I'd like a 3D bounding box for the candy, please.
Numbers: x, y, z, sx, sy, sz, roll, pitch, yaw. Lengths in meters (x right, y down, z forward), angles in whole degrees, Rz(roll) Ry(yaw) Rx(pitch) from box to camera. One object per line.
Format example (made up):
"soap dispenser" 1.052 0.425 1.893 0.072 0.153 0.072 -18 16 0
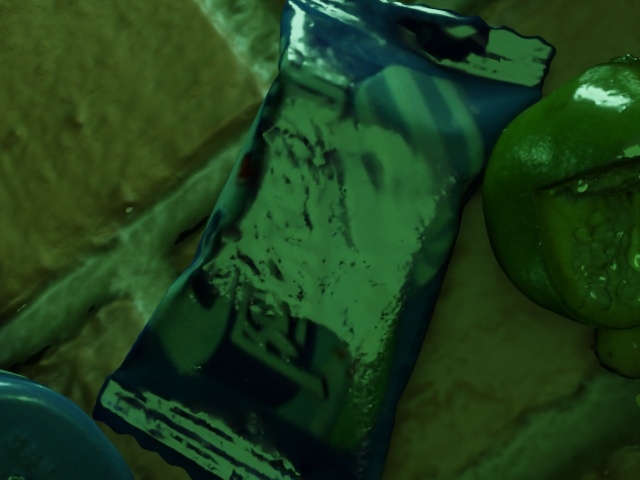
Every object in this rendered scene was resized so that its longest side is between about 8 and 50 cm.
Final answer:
"candy" 0.000 0.000 0.487 0.187 0.077 0.331 23 86 15

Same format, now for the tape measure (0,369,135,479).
"tape measure" -0.180 0.234 0.468 0.215 0.098 0.351 -41 110 -26

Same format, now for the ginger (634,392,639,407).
"ginger" 0.264 0.086 0.383 0.216 0.102 0.157 4 77 5

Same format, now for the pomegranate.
"pomegranate" 0.154 -0.018 0.429 0.143 0.169 0.122 -25 43 -24
